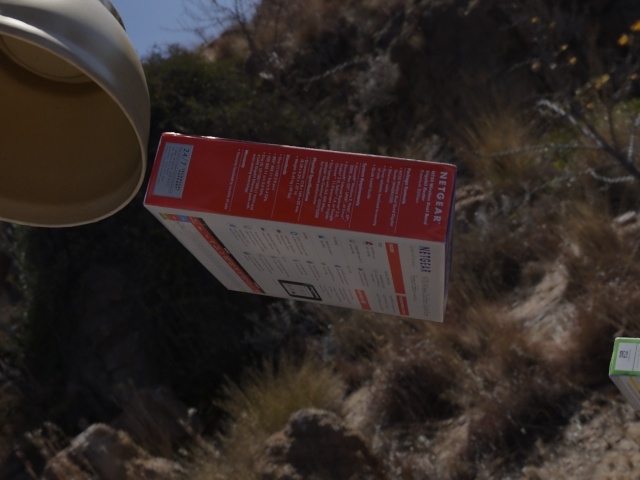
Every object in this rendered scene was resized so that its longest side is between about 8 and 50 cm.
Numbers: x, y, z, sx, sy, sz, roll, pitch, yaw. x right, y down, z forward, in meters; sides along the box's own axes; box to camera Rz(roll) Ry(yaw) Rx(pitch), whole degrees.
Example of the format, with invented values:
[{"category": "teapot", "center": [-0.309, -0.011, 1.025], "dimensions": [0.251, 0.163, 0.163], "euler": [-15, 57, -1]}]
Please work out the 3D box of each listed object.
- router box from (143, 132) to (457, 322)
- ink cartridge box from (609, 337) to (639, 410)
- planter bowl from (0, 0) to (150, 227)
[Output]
[{"category": "router box", "center": [0.000, 0.000, 0.884], "dimensions": [0.335, 0.301, 0.082], "euler": [67, -148, -70]}, {"category": "ink cartridge box", "center": [0.500, 0.180, 0.995], "dimensions": [0.209, 0.109, 0.062], "euler": [-4, 54, 40]}, {"category": "planter bowl", "center": [-0.179, -0.099, 0.473], "dimensions": [0.162, 0.162, 0.109], "euler": [-43, 32, 43]}]
